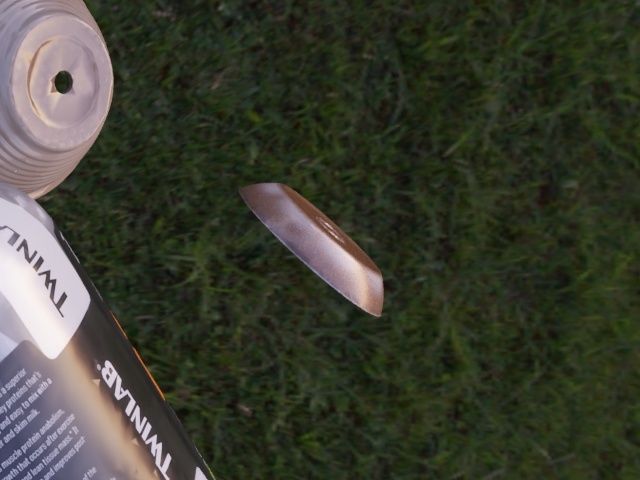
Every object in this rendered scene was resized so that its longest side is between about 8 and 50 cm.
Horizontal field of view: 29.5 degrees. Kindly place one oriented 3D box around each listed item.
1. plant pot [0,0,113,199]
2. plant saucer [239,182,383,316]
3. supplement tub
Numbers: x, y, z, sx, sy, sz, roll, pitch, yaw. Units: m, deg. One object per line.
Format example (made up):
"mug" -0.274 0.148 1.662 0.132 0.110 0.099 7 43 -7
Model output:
"plant pot" -0.263 -0.144 1.083 0.237 0.110 0.237 -12 106 -52
"plant saucer" 0.000 0.000 1.272 0.199 0.198 0.036 39 97 -18
"supplement tub" -0.168 0.107 0.578 0.194 0.194 0.316 -38 116 -23
